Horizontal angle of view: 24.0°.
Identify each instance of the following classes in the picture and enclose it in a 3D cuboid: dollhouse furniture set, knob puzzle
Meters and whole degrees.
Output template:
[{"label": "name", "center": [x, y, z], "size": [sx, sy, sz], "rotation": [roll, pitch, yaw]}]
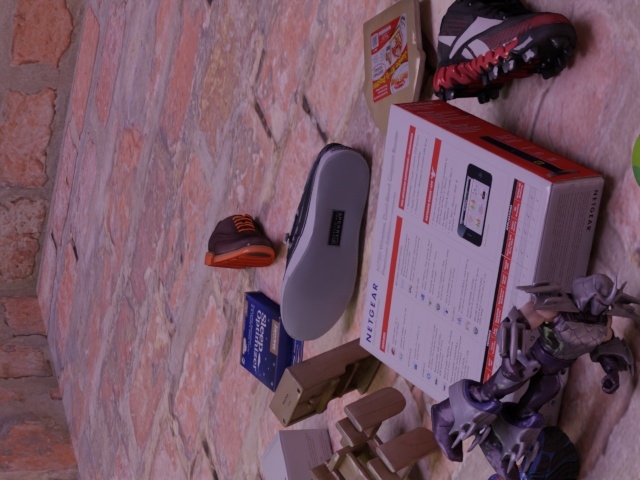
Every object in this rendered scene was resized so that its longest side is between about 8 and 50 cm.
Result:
[{"label": "dollhouse furniture set", "center": [0.068, 0.274, 2.168], "size": [0.242, 0.161, 0.212], "rotation": [51, 141, 25]}, {"label": "knob puzzle", "center": [0.112, -0.237, 2.149], "size": [0.213, 0.030, 0.213], "rotation": [-179, 90, -67]}]

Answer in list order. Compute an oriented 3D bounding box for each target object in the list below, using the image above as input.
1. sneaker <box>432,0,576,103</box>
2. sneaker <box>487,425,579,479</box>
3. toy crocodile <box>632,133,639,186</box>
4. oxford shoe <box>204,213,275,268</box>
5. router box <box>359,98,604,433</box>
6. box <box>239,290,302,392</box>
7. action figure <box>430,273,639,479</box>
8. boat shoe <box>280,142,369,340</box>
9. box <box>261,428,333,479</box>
[{"label": "sneaker", "center": [0.213, -0.248, 1.810], "size": [0.276, 0.097, 0.135], "rotation": [167, 100, -69]}, {"label": "sneaker", "center": [0.229, 0.296, 1.762], "size": [0.087, 0.083, 0.221], "rotation": [48, 134, 35]}, {"label": "toy crocodile", "center": [0.370, -0.139, 1.406], "size": [0.105, 0.115, 0.340], "rotation": [-170, 82, -67]}, {"label": "oxford shoe", "center": [-0.149, -0.002, 2.700], "size": [0.271, 0.097, 0.098], "rotation": [175, 101, -68]}, {"label": "router box", "center": [0.181, 0.032, 1.807], "size": [0.301, 0.082, 0.335], "rotation": [34, 124, 49]}, {"label": "box", "center": [-0.088, 0.179, 2.622], "size": [0.225, 0.036, 0.136], "rotation": [-154, 66, -64]}, {"label": "action figure", "center": [0.240, 0.136, 1.611], "size": [0.285, 0.185, 0.099], "rotation": [-57, 31, 33]}, {"label": "boat shoe", "center": [-0.004, -0.001, 2.324], "size": [0.105, 0.113, 0.306], "rotation": [-140, 56, -70]}, {"label": "box", "center": [-0.035, 0.369, 2.418], "size": [0.101, 0.087, 0.102], "rotation": [121, 143, -50]}]
